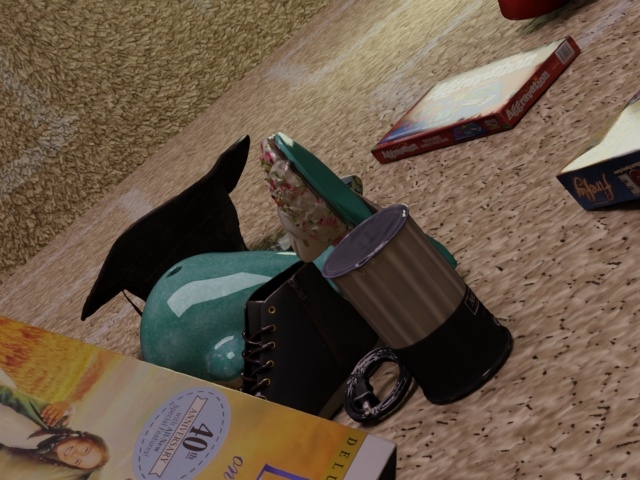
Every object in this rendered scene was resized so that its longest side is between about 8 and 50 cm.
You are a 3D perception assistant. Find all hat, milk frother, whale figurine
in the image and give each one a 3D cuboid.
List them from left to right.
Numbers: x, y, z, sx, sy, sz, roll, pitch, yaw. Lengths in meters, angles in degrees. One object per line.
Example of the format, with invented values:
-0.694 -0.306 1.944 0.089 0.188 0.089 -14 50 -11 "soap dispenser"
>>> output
-0.159 0.026 1.554 0.331 0.134 0.331 -44 -3 -3 "hat"
-0.068 0.060 1.224 0.272 0.141 0.216 -31 17 29 "whale figurine"
0.048 0.063 0.954 0.143 0.135 0.129 -40 14 2 "milk frother"

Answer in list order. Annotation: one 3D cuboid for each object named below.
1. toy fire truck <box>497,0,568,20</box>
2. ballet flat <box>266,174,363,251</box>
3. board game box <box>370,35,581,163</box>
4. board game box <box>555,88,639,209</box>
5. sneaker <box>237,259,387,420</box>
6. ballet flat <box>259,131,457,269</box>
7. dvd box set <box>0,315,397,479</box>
0.344 -0.427 1.630 0.253 0.169 0.302 -14 24 18 "toy fire truck"
0.000 0.000 1.412 0.188 0.070 0.070 -47 17 -18 "ballet flat"
0.182 -0.167 1.494 0.145 0.027 0.281 -46 16 -24 "board game box"
0.316 -0.128 0.989 0.243 0.042 0.165 -44 7 -14 "board game box"
-0.052 0.123 1.050 0.222 0.118 0.083 -48 17 -26 "sneaker"
0.023 -0.002 1.043 0.077 0.241 0.091 -45 35 16 "ballet flat"
-0.196 0.194 0.801 0.420 0.062 0.308 16 43 19 "dvd box set"
